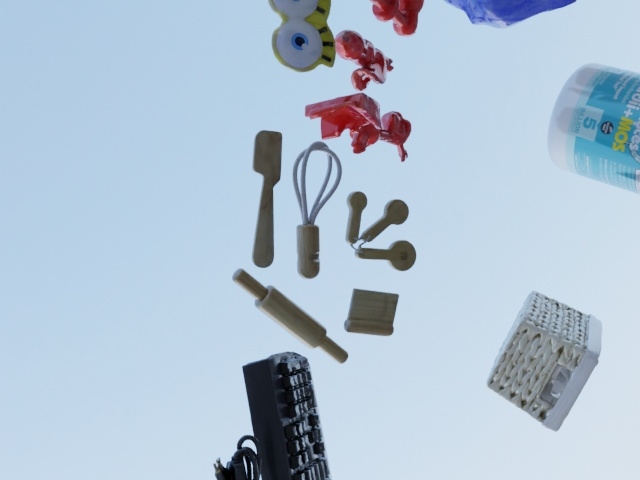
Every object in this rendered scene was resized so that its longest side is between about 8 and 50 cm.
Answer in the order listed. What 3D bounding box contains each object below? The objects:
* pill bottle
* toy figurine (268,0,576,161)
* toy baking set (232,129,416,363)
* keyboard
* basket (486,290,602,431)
[{"bbox_3d":[0.429,-0.123,1.090,0.146,0.264,0.146,-30,-49,-41],"label":"pill bottle"},{"bbox_3d":[0.108,-0.243,0.569,0.191,0.217,0.363,23,-116,-57],"label":"toy figurine"},{"bbox_3d":[-0.002,0.007,0.952,0.256,0.030,0.197,36,-105,-23],"label":"toy baking set"},{"bbox_3d":[-0.018,0.255,0.748,0.201,0.033,0.317,3,-106,-67],"label":"keyboard"},{"bbox_3d":[0.282,0.144,1.108,0.113,0.103,0.167,-66,-13,18],"label":"basket"}]
